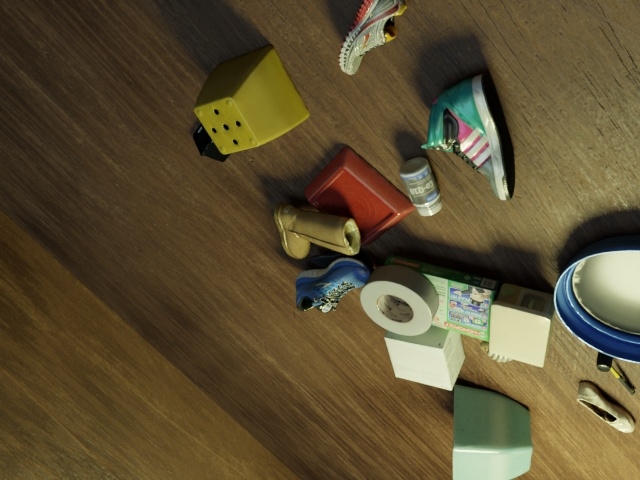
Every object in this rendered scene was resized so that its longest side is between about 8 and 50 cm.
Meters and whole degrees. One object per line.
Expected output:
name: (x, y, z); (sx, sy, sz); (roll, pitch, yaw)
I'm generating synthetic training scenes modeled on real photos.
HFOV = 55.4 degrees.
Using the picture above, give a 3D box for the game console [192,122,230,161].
game console: (-0.318, -0.304, 1.836); (0.122, 0.071, 0.107); (-37, 75, 50)

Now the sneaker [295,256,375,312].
sneaker: (0.047, 0.155, 1.915); (0.129, 0.147, 0.330); (31, 143, -34)

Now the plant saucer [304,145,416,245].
plant saucer: (0.097, -0.105, 1.719); (0.258, 0.048, 0.259); (40, 142, -7)

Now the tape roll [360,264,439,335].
tape roll: (0.227, 0.173, 1.751); (0.219, 0.072, 0.219); (19, 138, 18)

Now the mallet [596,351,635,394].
mallet: (0.829, 0.365, 1.703); (0.189, 0.062, 0.039); (37, 146, -28)

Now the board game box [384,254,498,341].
board game box: (0.342, 0.165, 1.755); (0.317, 0.046, 0.214); (14, 137, 23)

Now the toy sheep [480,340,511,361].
toy sheep: (0.543, 0.323, 1.820); (0.132, 0.091, 0.091); (8, 136, 10)

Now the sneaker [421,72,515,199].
sneaker: (0.324, -0.214, 1.374); (0.178, 0.124, 0.296); (-6, 119, 33)

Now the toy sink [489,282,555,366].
toy sink: (0.552, 0.211, 1.657); (0.152, 0.131, 0.234); (13, 142, 25)

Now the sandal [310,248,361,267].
sandal: (0.050, 0.045, 1.916); (0.179, 0.040, 0.067); (-15, 142, 32)

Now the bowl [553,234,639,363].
bowl: (0.773, 0.144, 1.471); (0.391, 0.077, 0.391); (19, 139, 18)

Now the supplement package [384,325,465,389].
supplement package: (0.333, 0.335, 1.927); (0.194, 0.149, 0.203); (7, 134, 30)

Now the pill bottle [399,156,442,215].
pill bottle: (0.257, -0.135, 1.546); (0.078, 0.078, 0.137); (-3, 129, 38)

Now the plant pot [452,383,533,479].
plant pot: (0.571, 0.660, 2.036); (0.252, 0.248, 0.247); (1, 133, 13)

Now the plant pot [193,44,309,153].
plant pot: (-0.193, -0.340, 1.567); (0.212, 0.187, 0.212); (-6, 127, 39)

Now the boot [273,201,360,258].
boot: (0.000, 0.000, 1.816); (0.269, 0.089, 0.236); (16, 149, 35)

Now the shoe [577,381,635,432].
shoe: (0.846, 0.510, 1.815); (0.219, 0.058, 0.076); (40, 142, -7)

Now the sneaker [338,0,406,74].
sneaker: (0.108, -0.443, 1.323); (0.092, 0.088, 0.225); (33, 142, -1)
